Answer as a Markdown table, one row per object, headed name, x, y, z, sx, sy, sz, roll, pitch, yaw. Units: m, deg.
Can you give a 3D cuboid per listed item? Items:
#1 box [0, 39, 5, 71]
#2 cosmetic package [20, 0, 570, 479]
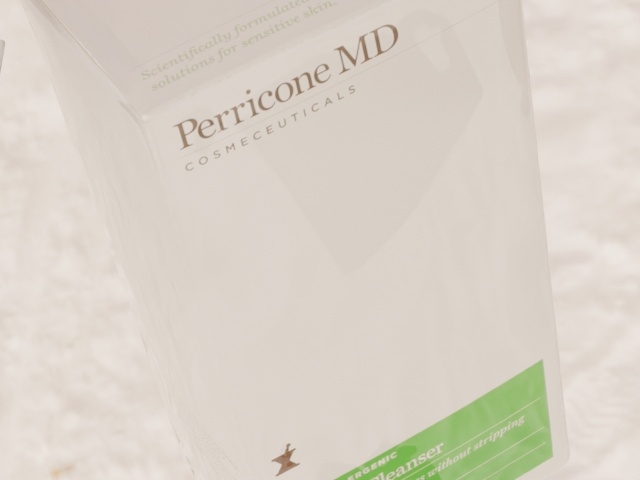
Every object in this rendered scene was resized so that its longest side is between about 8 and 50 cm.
| name | x | y | z | sx | sy | sz | roll | pitch | yaw |
| --- | --- | --- | --- | --- | --- | --- | --- | --- | --- |
| box | -0.200 | 0.020 | 0.649 | 0.119 | 0.182 | 0.181 | 8 | 75 | -13 |
| cosmetic package | 0.000 | 0.000 | 0.843 | 0.197 | 0.366 | 0.155 | -28 | 45 | -14 |
